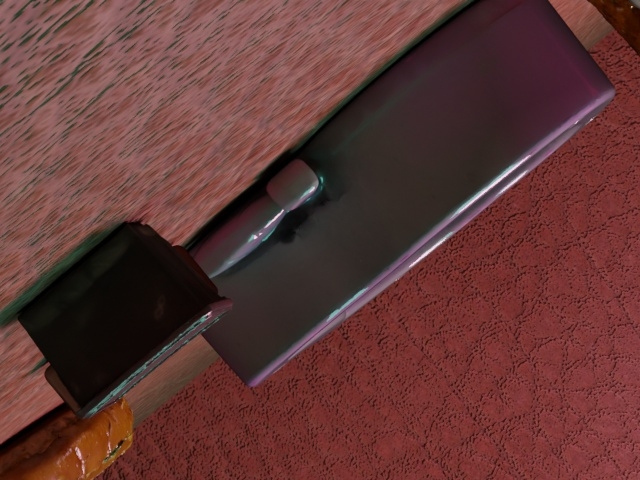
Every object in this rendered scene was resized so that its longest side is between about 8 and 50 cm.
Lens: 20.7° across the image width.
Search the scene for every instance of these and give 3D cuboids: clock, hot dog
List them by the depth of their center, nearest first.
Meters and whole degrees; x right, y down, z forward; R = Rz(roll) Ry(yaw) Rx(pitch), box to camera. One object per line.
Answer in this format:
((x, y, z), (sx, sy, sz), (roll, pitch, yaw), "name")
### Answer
((0.054, -0.040, 1.208), (0.338, 0.102, 0.338), (-39, 177, -3), "clock")
((-0.241, 0.197, 1.489), (0.115, 0.072, 0.269), (-50, 171, 31), "hot dog")

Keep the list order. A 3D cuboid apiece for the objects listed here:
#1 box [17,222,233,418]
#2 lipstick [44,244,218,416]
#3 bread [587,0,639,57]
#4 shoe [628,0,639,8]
((-0.096, 0.036, 0.857), (0.085, 0.063, 0.060), (-39, 175, 8), "box")
((-0.119, 0.059, 1.090), (0.045, 0.045, 0.145), (-40, 177, -43), "lipstick")
((0.305, -0.185, 1.440), (0.103, 0.172, 0.132), (-42, 178, 38), "bread")
((0.246, -0.212, 1.212), (0.100, 0.103, 0.251), (11, -167, 33), "shoe")
